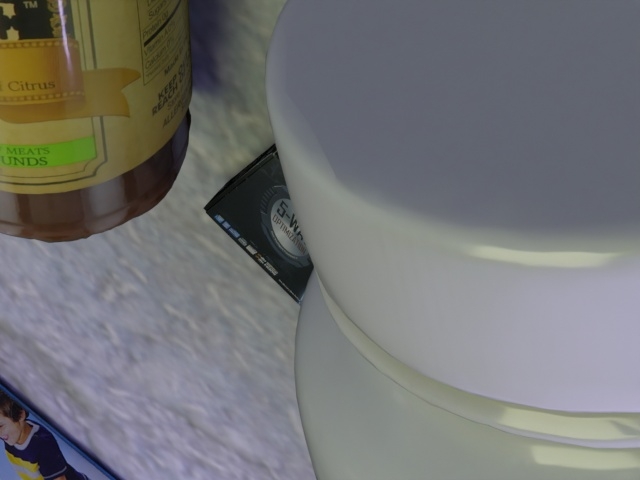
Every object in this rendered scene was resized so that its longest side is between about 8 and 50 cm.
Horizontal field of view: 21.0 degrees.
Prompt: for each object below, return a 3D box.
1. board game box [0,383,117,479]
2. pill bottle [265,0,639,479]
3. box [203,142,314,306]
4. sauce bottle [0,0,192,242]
[{"bbox_3d":[-0.255,0.213,0.930,0.302,0.308,0.086,40,148,0],"label":"board game box"},{"bbox_3d":[0.108,0.075,0.511,0.204,0.204,0.361,15,139,33],"label":"pill bottle"},{"bbox_3d":[0.000,0.000,0.694,0.083,0.018,0.067,45,147,-8],"label":"box"},{"bbox_3d":[-0.100,-0.145,0.541,0.111,0.111,0.344,25,144,21],"label":"sauce bottle"}]
